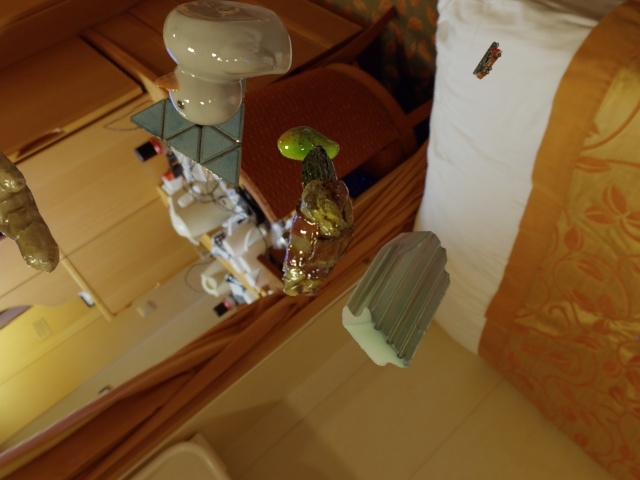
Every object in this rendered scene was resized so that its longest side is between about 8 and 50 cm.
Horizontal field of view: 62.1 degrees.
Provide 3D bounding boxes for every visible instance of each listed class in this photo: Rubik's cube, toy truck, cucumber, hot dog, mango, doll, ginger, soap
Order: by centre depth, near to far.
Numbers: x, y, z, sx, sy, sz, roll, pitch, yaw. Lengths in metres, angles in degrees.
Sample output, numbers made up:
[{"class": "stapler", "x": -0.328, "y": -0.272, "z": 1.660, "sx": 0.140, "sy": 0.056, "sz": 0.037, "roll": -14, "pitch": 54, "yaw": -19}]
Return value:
[{"class": "hot dog", "x": 0.000, "y": 0.000, "z": 0.856, "sx": 0.103, "sy": 0.146, "sz": 0.213, "roll": 13, "pitch": 124, "yaw": -1}, {"class": "ginger", "x": -0.571, "y": -0.093, "z": 0.954, "sx": 0.148, "sy": 0.081, "sz": 0.334, "roll": 9, "pitch": 124, "yaw": 55}, {"class": "doll", "x": -0.174, "y": -0.313, "z": 0.963, "sx": 0.221, "sy": 0.251, "sz": 0.221, "roll": 167, "pitch": 90, "yaw": -70}, {"class": "cucumber", "x": 0.004, "y": -0.086, "z": 1.024, "sx": 0.077, "sy": 0.077, "sz": 0.265, "roll": 86, "pitch": 171, "yaw": -55}, {"class": "toy truck", "x": 0.352, "y": -0.376, "z": 1.112, "sx": 0.032, "sy": 0.083, "sz": 0.024, "roll": 36, "pitch": 179, "yaw": -1}, {"class": "Rubik's cube", "x": -0.271, "y": -0.274, "z": 1.304, "sx": 0.233, "sy": 0.229, "sz": 0.228, "roll": -1, "pitch": 129, "yaw": 40}, {"class": "soap", "x": 0.214, "y": 0.134, "z": 1.403, "sx": 0.115, "sy": 0.347, "sz": 0.208, "roll": -7, "pitch": 129, "yaw": 48}, {"class": "mango", "x": -0.044, "y": -0.360, "z": 1.988, "sx": 0.232, "sy": 0.111, "sz": 0.125, "roll": 6, "pitch": 136, "yaw": 7}]
